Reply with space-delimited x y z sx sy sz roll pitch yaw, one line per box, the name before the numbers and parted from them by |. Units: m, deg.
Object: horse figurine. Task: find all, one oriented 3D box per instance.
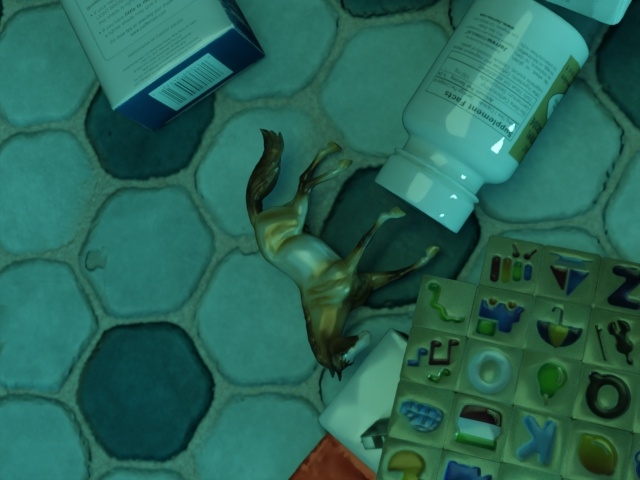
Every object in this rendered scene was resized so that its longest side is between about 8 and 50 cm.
horse figurine | 0.000 0.000 1.096 0.174 0.066 0.263 -45 70 6

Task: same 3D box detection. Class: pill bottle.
pill bottle | 0.159 -0.129 1.029 0.131 0.131 0.229 34 92 21

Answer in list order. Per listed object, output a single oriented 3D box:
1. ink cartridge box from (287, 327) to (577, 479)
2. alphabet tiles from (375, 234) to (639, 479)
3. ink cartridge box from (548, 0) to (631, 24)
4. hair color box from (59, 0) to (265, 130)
ink cartridge box | 0.105 0.265 1.020 0.275 0.060 0.239 39 93 20
alphabet tiles | 0.214 0.167 0.973 0.285 0.011 0.342 11 71 12
ink cartridge box | 0.235 -0.377 1.013 0.261 0.066 0.296 24 64 16
hair color box | -0.225 -0.325 1.207 0.174 0.105 0.347 -32 73 11
